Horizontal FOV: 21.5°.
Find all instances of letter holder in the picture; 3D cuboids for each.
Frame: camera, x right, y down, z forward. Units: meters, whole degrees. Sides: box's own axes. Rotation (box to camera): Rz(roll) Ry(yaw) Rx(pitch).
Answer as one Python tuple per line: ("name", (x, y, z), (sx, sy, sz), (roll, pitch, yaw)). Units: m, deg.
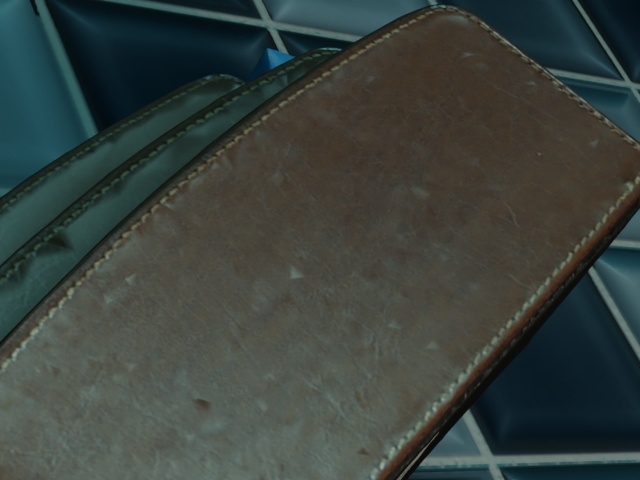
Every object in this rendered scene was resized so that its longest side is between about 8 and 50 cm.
("letter holder", (-0.047, 0.023, 0.667), (0.214, 0.152, 0.302), (41, 54, 9))

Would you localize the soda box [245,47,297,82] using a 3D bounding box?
("soda box", (0.000, 0.000, 0.872), (0.067, 0.071, 0.210), (14, 41, -28))
